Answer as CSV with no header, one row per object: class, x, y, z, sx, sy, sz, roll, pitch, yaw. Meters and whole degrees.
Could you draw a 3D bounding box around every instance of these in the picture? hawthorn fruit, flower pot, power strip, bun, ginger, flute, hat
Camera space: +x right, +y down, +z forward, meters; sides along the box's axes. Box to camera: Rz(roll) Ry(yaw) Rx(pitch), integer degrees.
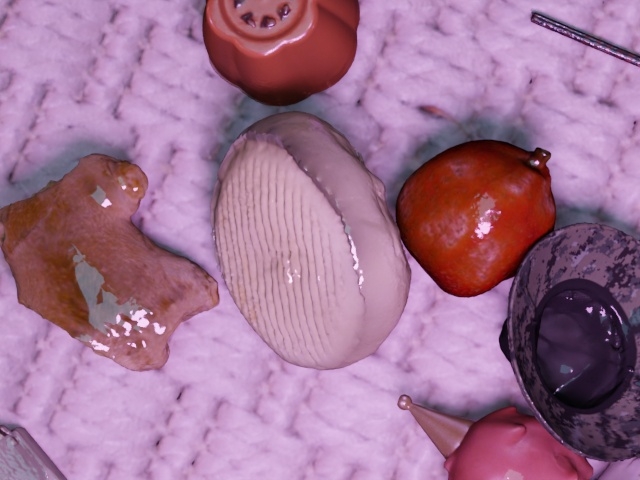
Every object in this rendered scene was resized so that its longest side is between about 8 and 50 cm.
hawthorn fruit,0.179,-0.035,1.723,0.169,0.169,0.188,47,122,7
flower pot,-0.053,-0.259,1.769,0.191,0.173,0.190,-1,85,6
power strip,-0.295,0.337,1.823,0.080,0.048,0.286,-43,83,5
bun,0.000,0.000,1.735,0.146,0.287,0.287,-17,83,-36
ginger,-0.244,0.020,1.798,0.276,0.130,0.221,22,80,2
flute,0.364,-0.206,1.797,0.270,0.014,0.014,24,90,8
hat,0.274,0.118,1.720,0.266,0.128,0.265,8,73,-28

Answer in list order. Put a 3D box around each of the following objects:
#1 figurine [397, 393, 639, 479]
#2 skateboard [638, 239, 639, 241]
figurine,0.248,0.286,1.720,0.387,0.166,0.207,23,56,9
skateboard,0.345,0.029,1.780,0.083,0.032,0.063,-31,94,6
